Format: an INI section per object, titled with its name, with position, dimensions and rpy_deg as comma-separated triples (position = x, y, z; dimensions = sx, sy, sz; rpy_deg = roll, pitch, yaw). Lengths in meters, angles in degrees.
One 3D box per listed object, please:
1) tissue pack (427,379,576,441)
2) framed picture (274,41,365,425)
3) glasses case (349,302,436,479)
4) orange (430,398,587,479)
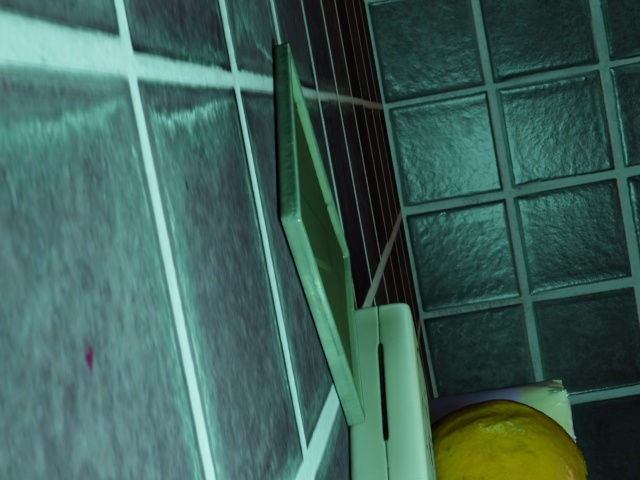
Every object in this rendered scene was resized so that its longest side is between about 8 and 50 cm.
[tissue pack]
position = 0.232, 0.319, 1.634
dimensions = 0.123, 0.257, 0.215
rpy_deg = 48, 33, -83
[framed picture]
position = 0.000, 0.000, 1.152
dimensions = 0.324, 0.020, 0.240
rpy_deg = 72, 10, -48
[glasses case]
position = 0.080, 0.215, 1.268
dimensions = 0.336, 0.076, 0.144
rpy_deg = -90, 168, -57
[orange]
position = 0.201, 0.330, 1.396
dimensions = 0.284, 0.226, 0.283
rpy_deg = -171, -90, -82
